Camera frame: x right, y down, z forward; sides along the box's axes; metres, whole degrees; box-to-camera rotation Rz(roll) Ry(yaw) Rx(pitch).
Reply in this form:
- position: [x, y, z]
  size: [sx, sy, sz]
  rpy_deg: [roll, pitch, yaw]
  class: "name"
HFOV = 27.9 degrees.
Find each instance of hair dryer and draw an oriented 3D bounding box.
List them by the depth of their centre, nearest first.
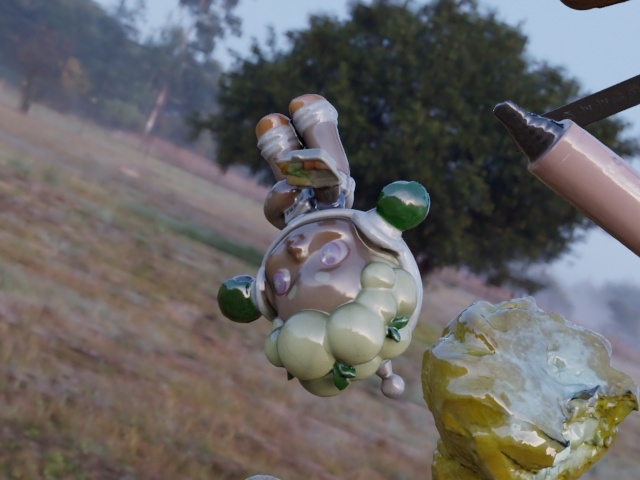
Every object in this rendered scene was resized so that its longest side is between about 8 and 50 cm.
- position: [0.258, 0.006, 0.968]
  size: [0.344, 0.107, 0.189]
  rpy_deg: [37, -38, -9]
  class: "hair dryer"

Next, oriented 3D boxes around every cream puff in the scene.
- position: [0.255, 0.228, 1.797]
  size: [0.323, 0.270, 0.274]
  rpy_deg: [-14, 63, -43]
  class: "cream puff"

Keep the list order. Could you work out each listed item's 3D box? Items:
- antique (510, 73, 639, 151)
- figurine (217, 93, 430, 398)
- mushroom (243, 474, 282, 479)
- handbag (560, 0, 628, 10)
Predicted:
- position: [0.292, -0.141, 1.377]
  size: [0.192, 0.031, 0.015]
  rpy_deg: [-22, -6, 28]
  class: "antique"
- position: [-0.001, 0.000, 0.755]
  size: [0.093, 0.147, 0.197]
  rpy_deg: [20, 44, -57]
  class: "figurine"
- position: [-0.065, 0.293, 1.433]
  size: [0.085, 0.085, 0.079]
  rpy_deg: [21, -43, 25]
  class: "mushroom"
- position: [0.284, -0.304, 1.224]
  size: [0.151, 0.072, 0.193]
  rpy_deg: [51, -25, -23]
  class: "handbag"
